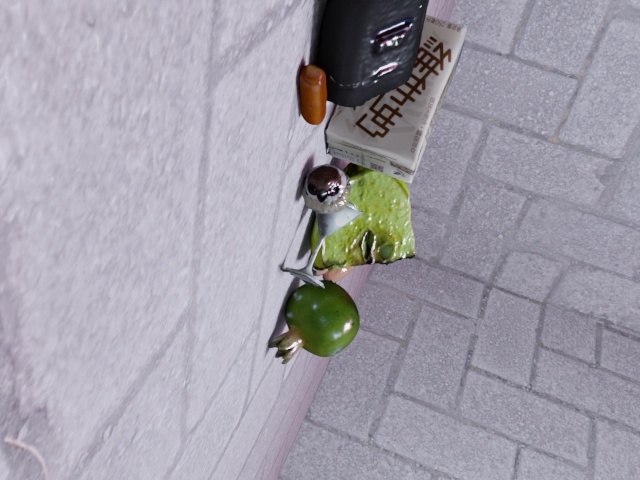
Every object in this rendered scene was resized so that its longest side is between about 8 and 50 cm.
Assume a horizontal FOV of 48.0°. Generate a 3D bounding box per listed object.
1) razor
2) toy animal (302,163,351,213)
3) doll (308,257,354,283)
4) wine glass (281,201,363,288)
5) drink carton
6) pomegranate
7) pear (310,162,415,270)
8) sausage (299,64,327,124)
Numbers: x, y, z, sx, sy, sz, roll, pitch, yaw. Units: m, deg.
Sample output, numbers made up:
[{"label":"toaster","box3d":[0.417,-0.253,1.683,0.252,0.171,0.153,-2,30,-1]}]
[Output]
[{"label":"razor","box3d":[0.091,-0.347,1.071,0.189,0.107,0.327,-28,158,-23]},{"label":"toy animal","box3d":[0.016,-0.112,1.392,0.137,0.098,0.098,-71,175,-51]},{"label":"doll","box3d":[0.068,-0.038,1.827,0.303,0.156,0.201,-51,132,2]},{"label":"wine glass","box3d":[0.000,0.000,1.483,0.122,0.122,0.183,65,49,-78]},{"label":"drink carton","box3d":[0.156,-0.308,1.473,0.132,0.194,0.325,74,37,-74]},{"label":"pomegranate","box3d":[-0.019,0.197,1.677,0.225,0.187,0.187,-35,155,-25]},{"label":"pear","box3d":[0.079,-0.068,1.653,0.164,0.238,0.256,-143,-135,-74]},{"label":"sausage","box3d":[-0.012,-0.227,1.118,0.041,0.039,0.131,-59,168,-18]}]
